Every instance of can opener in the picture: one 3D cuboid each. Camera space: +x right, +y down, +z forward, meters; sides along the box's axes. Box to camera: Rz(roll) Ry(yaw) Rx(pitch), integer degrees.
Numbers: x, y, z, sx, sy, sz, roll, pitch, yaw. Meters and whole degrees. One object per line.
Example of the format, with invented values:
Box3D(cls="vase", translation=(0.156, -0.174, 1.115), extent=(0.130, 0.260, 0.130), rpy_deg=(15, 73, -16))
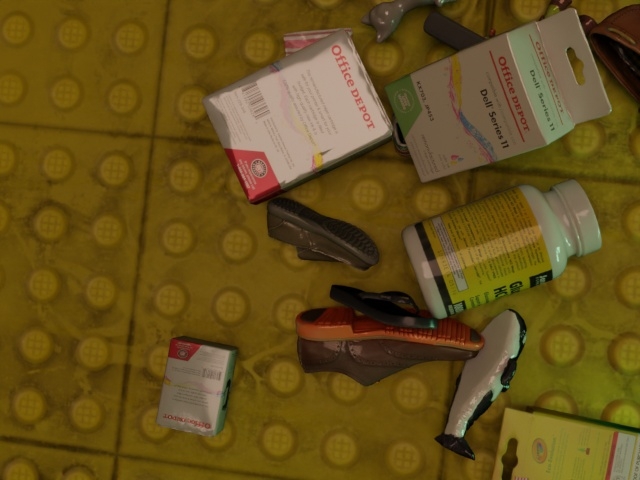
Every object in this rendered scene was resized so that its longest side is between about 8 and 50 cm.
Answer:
Box3D(cls="can opener", translation=(0.308, -0.336, 1.521), extent=(0.280, 0.074, 0.093), rpy_deg=(41, 109, 20))

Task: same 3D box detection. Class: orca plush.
Box3D(cls="orca plush", translation=(0.333, 0.279, 1.537), extent=(0.102, 0.151, 0.287), rpy_deg=(29, 71, -28))

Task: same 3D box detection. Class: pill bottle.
Box3D(cls="pill bottle", translation=(0.334, 0.009, 1.504), extent=(0.333, 0.188, 0.188), rpy_deg=(-20, 85, 7))

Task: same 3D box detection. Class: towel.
Box3D(cls="towel", translation=(0.000, -0.333, 1.640), extent=(0.144, 0.029, 0.197), rpy_deg=(-4, 87, 6))

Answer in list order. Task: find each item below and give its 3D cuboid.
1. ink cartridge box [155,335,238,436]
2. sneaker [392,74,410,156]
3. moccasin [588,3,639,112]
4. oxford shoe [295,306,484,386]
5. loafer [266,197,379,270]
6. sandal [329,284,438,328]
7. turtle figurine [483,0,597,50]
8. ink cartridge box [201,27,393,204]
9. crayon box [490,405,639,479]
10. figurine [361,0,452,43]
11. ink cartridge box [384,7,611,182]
Box3D(cls="ink cartridge box", translation=(-0.248, 0.291, 1.625), extent=(0.127, 0.072, 0.175), rpy_deg=(11, 89, 7))
Box3D(cls="sneaker", translation=(0.171, -0.250, 1.591), extent=(0.057, 0.075, 0.161), rpy_deg=(3, 88, 7))
Box3D(cls="moccasin", translation=(0.642, -0.264, 1.485), extent=(0.147, 0.139, 0.380), rpy_deg=(-32, 84, -20))
Box3D(cls="oxford shoe", translation=(0.133, 0.211, 1.570), extent=(0.363, 0.130, 0.133), rpy_deg=(3, 106, 13))
Box3D(cls="loafer", translation=(0.000, 0.000, 1.607), extent=(0.251, 0.094, 0.087), rpy_deg=(27, 116, 17))
Box3D(cls="sandal", translation=(0.111, 0.114, 1.518), extent=(0.254, 0.097, 0.055), rpy_deg=(19, 98, 45))
Box3D(cls="turtle figurine", translation=(0.412, -0.371, 1.559), extent=(0.269, 0.087, 0.217), rpy_deg=(39, 93, 7))
Box3D(cls="ink cartridge box", translation=(-0.040, -0.232, 1.561), extent=(0.306, 0.131, 0.226), rpy_deg=(-24, 89, 4))
Box3D(cls="crayon box", translation=(0.484, 0.434, 1.522), extent=(0.318, 0.081, 0.202), rpy_deg=(12, 89, 7))
Box3D(cls="figurine", translation=(0.149, -0.516, 1.589), extent=(0.209, 0.092, 0.215), rpy_deg=(-32, 69, 13))
Box3D(cls="ink cartridge box", translation=(0.307, -0.251, 1.439), extent=(0.353, 0.119, 0.207), rpy_deg=(-16, 100, 46))
